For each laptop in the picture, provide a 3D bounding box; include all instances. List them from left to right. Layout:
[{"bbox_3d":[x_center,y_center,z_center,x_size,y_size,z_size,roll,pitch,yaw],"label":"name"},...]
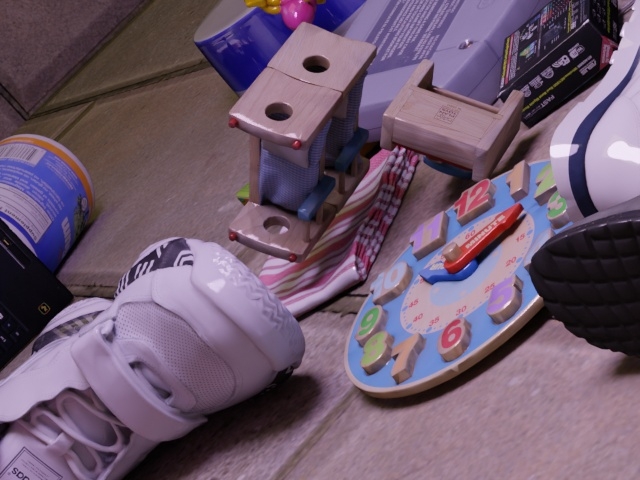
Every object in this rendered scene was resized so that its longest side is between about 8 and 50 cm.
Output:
[{"bbox_3d":[-0.412,0.074,1.790,0.264,0.234,0.136,-45,18,-12],"label":"laptop"}]

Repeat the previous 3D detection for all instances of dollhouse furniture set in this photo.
[{"bbox_3d":[0.038,-0.054,1.308,0.129,0.183,0.129,-55,-23,-40],"label":"dollhouse furniture set"}]

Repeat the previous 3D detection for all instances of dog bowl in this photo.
[{"bbox_3d":[-0.019,-0.279,2.034,0.265,0.104,0.265,-38,17,14],"label":"dog bowl"}]

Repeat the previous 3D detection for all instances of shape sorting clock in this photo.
[{"bbox_3d":[0.094,0.020,1.124,0.206,0.040,0.206,-38,16,13],"label":"shape sorting clock"}]

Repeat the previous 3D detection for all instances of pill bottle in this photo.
[{"bbox_3d":[-0.382,0.003,2.052,0.152,0.152,0.272,-31,20,33],"label":"pill bottle"}]

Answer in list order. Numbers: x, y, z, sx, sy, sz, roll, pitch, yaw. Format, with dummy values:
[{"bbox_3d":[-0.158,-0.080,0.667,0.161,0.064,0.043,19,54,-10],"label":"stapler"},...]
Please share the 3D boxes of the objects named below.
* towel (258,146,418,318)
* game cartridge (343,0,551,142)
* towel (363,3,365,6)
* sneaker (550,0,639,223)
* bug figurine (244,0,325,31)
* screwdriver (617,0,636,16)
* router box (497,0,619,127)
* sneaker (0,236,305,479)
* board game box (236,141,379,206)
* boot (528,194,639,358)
[{"bbox_3d":[0.000,0.000,1.410,0.144,0.029,0.197,-31,19,33],"label":"towel"},{"bbox_3d":[0.115,-0.196,1.531,0.196,0.060,0.294,-13,36,43],"label":"game cartridge"},{"bbox_3d":[0.175,-0.332,1.785,0.336,0.040,0.243,-46,11,9],"label":"towel"},{"bbox_3d":[0.229,-0.093,1.062,0.094,0.090,0.235,-6,40,43],"label":"sneaker"},{"bbox_3d":[0.034,-0.307,1.817,0.279,0.072,0.216,-16,37,25],"label":"bug figurine"},{"bbox_3d":[0.288,-0.222,1.354,0.170,0.024,0.025,-41,-15,25],"label":"screwdriver"},{"bbox_3d":[0.185,-0.150,1.346,0.092,0.038,0.122,-39,16,25],"label":"router box"},{"bbox_3d":[-0.157,0.130,1.256,0.210,0.137,0.366,-51,14,-29],"label":"sneaker"},{"bbox_3d":[0.039,-0.118,1.611,0.259,0.039,0.124,-47,17,-13],"label":"board game box"},{"bbox_3d":[0.237,-0.028,0.889,0.246,0.083,0.161,-20,20,40],"label":"boot"}]
